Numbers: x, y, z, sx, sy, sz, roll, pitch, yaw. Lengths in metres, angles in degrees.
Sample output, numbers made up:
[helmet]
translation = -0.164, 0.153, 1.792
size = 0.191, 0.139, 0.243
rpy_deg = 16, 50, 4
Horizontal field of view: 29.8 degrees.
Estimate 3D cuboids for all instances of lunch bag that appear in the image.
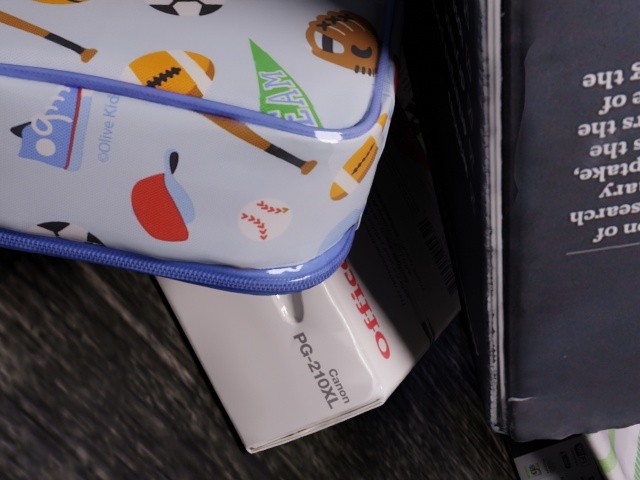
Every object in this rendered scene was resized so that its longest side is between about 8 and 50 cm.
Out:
[lunch bag]
translation = -0.083, -0.115, 0.582
size = 0.303, 0.243, 0.115
rpy_deg = -84, -176, -50

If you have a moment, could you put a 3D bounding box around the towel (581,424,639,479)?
[towel]
translation = 0.295, 0.186, 1.029
size = 0.324, 0.038, 0.248
rpy_deg = 59, 27, -14

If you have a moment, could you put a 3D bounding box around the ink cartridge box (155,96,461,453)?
[ink cartridge box]
translation = 0.000, 0.000, 0.749
size = 0.172, 0.100, 0.237
rpy_deg = 63, 25, -4

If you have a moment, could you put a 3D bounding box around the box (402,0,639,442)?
[box]
translation = 0.182, -0.228, 0.653
size = 0.471, 0.298, 0.479
rpy_deg = 82, 0, -50

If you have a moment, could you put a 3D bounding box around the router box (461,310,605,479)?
[router box]
translation = 0.232, 0.125, 1.101
size = 0.243, 0.081, 0.308
rpy_deg = 9, 59, -60

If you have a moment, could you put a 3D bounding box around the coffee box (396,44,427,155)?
[coffee box]
translation = 0.140, -0.112, 1.004
size = 0.247, 0.098, 0.141
rpy_deg = 24, 40, -14
